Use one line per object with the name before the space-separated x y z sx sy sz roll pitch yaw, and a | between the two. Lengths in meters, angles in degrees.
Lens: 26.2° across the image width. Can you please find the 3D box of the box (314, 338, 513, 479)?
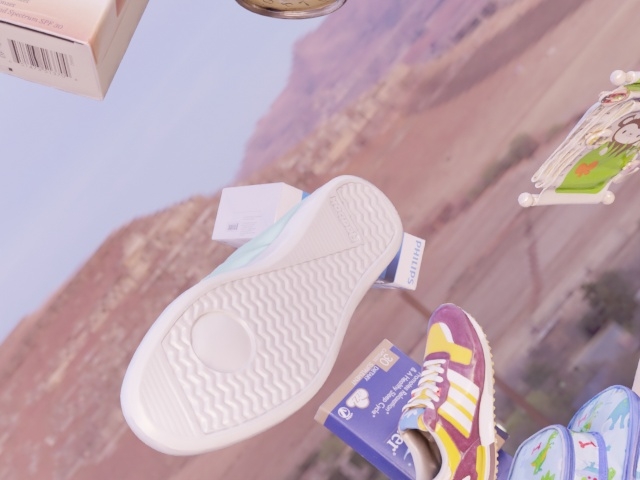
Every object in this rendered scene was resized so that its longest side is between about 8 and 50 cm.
box | 0.121 0.227 1.588 0.136 0.225 0.036 -43 -14 -38

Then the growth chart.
growth chart | 0.312 -0.105 1.451 0.172 0.021 0.237 -8 -31 -31

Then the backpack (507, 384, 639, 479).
backpack | 0.132 0.127 0.642 0.105 0.084 0.114 127 163 -67

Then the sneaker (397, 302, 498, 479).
sneaker | 0.112 0.147 1.277 0.069 0.084 0.185 -30 61 53

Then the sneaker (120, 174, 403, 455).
sneaker | -0.054 0.071 0.853 0.151 0.094 0.256 -43 0 43

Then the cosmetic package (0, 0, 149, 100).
cosmetic package | -0.288 -0.339 1.691 0.129 0.153 0.296 93 -167 -63

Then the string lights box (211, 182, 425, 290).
string lights box | 0.000 0.000 1.847 0.133 0.260 0.076 -2 73 50

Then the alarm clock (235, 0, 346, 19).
alarm clock | -0.048 -0.297 1.494 0.129 0.192 0.064 -18 68 49

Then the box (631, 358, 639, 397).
box | 0.393 0.134 1.012 0.311 0.148 0.121 21 98 57
